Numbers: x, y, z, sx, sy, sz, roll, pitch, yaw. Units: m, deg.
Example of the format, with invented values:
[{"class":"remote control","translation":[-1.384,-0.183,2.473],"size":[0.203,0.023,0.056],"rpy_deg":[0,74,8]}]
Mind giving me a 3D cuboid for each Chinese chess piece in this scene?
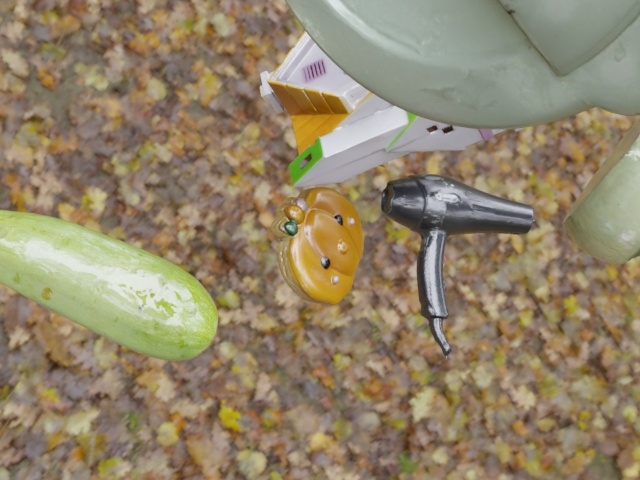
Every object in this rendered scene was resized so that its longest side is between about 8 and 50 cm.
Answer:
[{"class":"Chinese chess piece","translation":[0.416,-0.083,1.310],"size":[0.101,0.250,0.250],"rpy_deg":[39,47,7]}]

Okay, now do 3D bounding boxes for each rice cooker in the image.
[{"class":"rice cooker","translation":[0.121,-0.202,0.500],"size":[0.277,0.288,0.288],"rpy_deg":[-29,81,-44]}]

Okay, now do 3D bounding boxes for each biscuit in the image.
[{"class":"biscuit","translation":[0.003,0.000,1.422],"size":[0.170,0.050,0.170],"rpy_deg":[13,73,-49]}]

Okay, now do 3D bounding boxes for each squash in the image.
[{"class":"squash","translation":[-0.294,0.036,1.239],"size":[0.371,0.118,0.118],"rpy_deg":[25,50,-3]}]

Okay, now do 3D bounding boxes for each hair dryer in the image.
[{"class":"hair dryer","translation":[0.197,0.042,1.508],"size":[0.236,0.091,0.271],"rpy_deg":[9,78,-15]}]

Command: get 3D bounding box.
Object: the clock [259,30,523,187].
[{"class":"clock","translation":[0.076,-0.203,1.345],"size":[0.166,0.310,0.235],"rpy_deg":[51,22,-52]}]
